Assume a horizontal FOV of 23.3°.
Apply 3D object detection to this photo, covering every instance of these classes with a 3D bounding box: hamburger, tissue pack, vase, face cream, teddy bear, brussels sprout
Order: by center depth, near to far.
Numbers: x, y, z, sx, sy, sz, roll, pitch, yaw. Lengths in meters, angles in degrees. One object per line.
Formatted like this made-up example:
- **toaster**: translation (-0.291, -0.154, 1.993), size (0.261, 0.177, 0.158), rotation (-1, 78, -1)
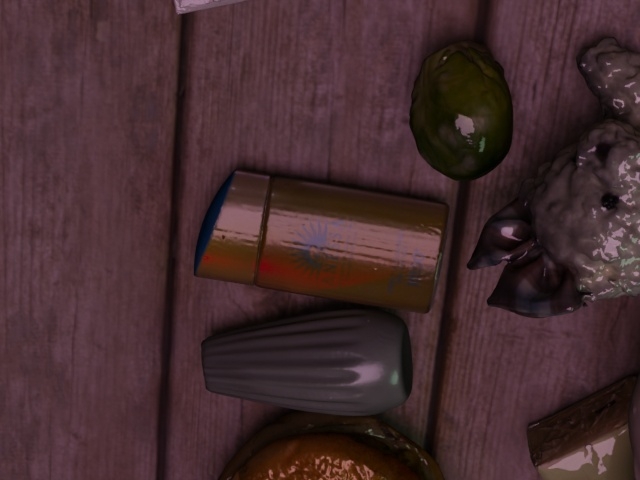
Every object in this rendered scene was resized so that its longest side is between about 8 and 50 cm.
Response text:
- **teddy bear**: translation (0.355, -0.114, 1.625), size (0.362, 0.327, 0.375), rotation (-11, 136, -19)
- **brussels sprout**: translation (0.155, -0.141, 1.715), size (0.117, 0.155, 0.155), rotation (-20, 109, 10)
- **tissue pack**: translation (-0.115, -0.289, 1.729), size (0.108, 0.023, 0.056), rotation (-9, 110, 5)
- **face cream**: translation (0.000, 0.000, 1.811), size (0.285, 0.067, 0.139), rotation (9, 108, -1)
- **vase**: translation (-0.019, 0.144, 1.843), size (0.248, 0.128, 0.128), rotation (-2, 111, 12)
- **tissue pack**: translation (0.372, 0.304, 1.882), size (0.159, 0.125, 0.234), rotation (-28, 106, 10)
- **hamburger**: translation (0.007, 0.356, 1.892), size (0.290, 0.170, 0.314), rotation (41, 108, -9)

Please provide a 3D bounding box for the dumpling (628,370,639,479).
- **dumpling**: translation (0.470, 0.191, 1.726), size (0.260, 0.181, 0.341), rotation (1, 94, -26)
